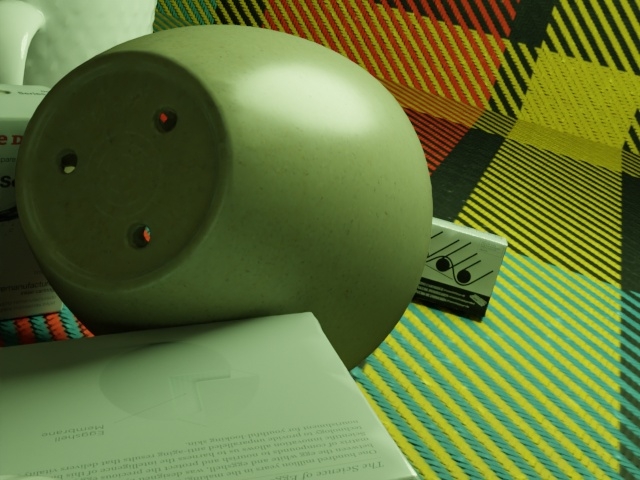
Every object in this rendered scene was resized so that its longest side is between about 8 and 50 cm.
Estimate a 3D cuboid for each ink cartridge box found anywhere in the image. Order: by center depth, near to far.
[{"bbox_3d":[-0.311,-0.033,0.819,0.153,0.208,0.087,-7,30,-40],"label":"ink cartridge box"},{"bbox_3d":[0.117,0.017,1.095,0.207,0.097,0.046,17,13,6],"label":"ink cartridge box"}]

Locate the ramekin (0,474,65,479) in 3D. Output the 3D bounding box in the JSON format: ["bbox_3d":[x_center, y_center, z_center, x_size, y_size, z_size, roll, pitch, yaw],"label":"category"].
[{"bbox_3d":[-0.118,0.211,0.277,0.277,0.277,0.135,24,16,23],"label":"ramekin"}]

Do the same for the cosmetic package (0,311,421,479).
[{"bbox_3d":[-0.083,0.154,0.514,0.224,0.138,0.224,-5,17,-13],"label":"cosmetic package"}]

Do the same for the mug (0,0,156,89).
[{"bbox_3d":[-0.341,-0.186,1.012,0.276,0.328,0.374,8,23,-14],"label":"mug"}]

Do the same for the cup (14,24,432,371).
[{"bbox_3d":[-0.098,-0.033,0.700,0.331,0.331,0.237,22,2,20],"label":"cup"}]
